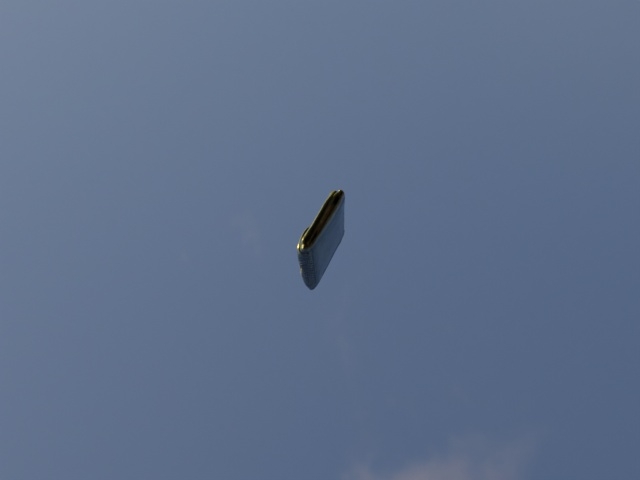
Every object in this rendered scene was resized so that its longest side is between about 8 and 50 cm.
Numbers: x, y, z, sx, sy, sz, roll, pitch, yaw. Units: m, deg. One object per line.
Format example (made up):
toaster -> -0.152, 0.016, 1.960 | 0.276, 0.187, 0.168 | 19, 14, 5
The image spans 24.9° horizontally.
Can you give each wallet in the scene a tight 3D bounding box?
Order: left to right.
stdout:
wallet -> 0.000, 0.000, 1.646 | 0.026, 0.129, 0.088 | 25, -109, 11
